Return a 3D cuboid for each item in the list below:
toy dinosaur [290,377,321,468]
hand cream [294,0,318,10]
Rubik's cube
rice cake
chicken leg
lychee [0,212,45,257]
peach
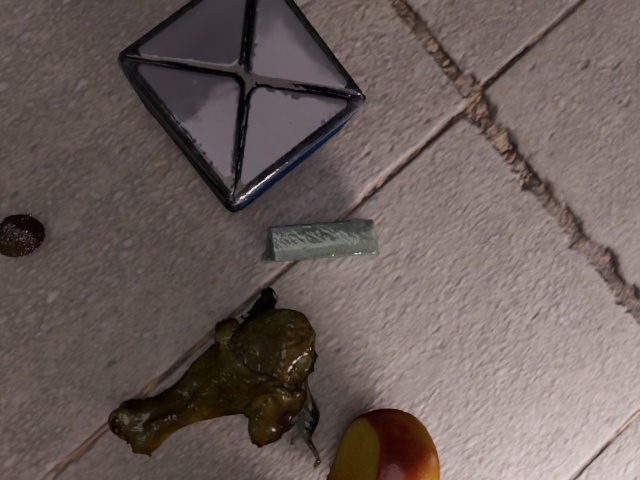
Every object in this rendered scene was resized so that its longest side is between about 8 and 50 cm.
[{"bbox_3d":[-0.029,0.313,0.996,0.058,0.037,0.181,-4,98,-31],"label":"toy dinosaur"},{"bbox_3d":[-0.074,-0.461,0.986,0.084,0.053,0.142,-33,110,-6],"label":"hand cream"},{"bbox_3d":[-0.115,-0.219,0.871,0.259,0.260,0.255,-40,96,-8],"label":"Rubik's cube"},{"bbox_3d":[0.001,0.000,0.983,0.206,0.063,0.069,-2,88,-8],"label":"rice cake"},{"bbox_3d":[-0.149,0.254,0.934,0.361,0.140,0.212,-40,74,4],"label":"chicken leg"},{"bbox_3d":[-0.486,-0.009,0.917,0.083,0.068,0.067,-48,66,13],"label":"lychee"},{"bbox_3d":[0.099,0.378,0.940,0.192,0.190,0.190,-16,92,-7],"label":"peach"}]
